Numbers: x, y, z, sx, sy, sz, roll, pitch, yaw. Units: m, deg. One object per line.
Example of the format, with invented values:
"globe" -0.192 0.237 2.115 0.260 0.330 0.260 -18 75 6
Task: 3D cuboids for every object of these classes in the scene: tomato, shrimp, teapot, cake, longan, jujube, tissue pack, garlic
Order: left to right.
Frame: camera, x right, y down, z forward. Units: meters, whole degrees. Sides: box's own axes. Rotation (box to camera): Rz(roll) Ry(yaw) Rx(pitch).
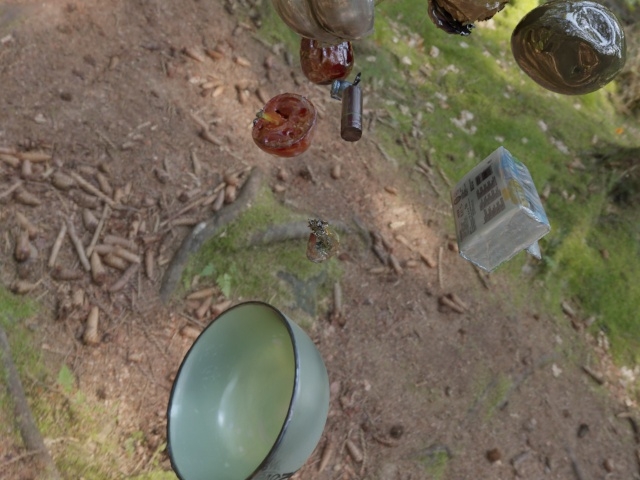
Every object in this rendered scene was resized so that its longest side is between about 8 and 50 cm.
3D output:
"tomato" -0.074 -0.238 1.310 0.139 0.091 0.159 16 61 20
"shrimp" 0.000 0.000 1.519 0.101 0.190 0.042 -37 56 -9
"jujube" 0.019 -0.553 1.663 0.155 0.155 0.230 -3 99 -33
"garlic" 0.020 -0.480 1.084 0.237 0.210 0.292 -59 140 -40
"teapot" 0.069 -0.418 1.662 0.083 0.063 0.049 14 89 -10
"cake" 0.484 -0.808 1.839 0.333 0.321 0.332 1 56 -2
"tissue pack" 0.375 -0.052 1.220 0.145 0.159 0.229 35 32 -18
"longan" 0.737 -0.578 1.769 0.350 0.288 0.288 17 48 -17

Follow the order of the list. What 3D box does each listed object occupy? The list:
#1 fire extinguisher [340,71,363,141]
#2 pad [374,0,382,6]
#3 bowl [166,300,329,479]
"fire extinguisher" 0.060 -0.261 1.192 0.045 0.078 0.157 19 50 -20
"pad" 0.236 -0.601 1.300 0.004 0.267 0.181 51 47 -21
"bowl" -0.111 0.310 1.126 0.185 0.354 0.353 32 39 -40
